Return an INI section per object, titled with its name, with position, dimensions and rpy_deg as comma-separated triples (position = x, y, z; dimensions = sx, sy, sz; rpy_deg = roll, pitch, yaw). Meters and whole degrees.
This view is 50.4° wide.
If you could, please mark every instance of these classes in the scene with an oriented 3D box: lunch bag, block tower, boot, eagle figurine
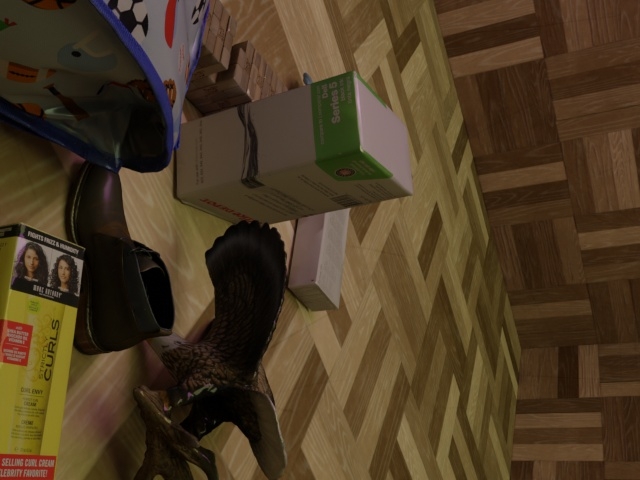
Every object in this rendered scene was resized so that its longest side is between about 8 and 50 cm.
[lunch bag]
position = -0.218, -0.280, 0.605
dimensions = 0.385, 0.239, 0.327
rpy_deg = 51, 44, -62
[block tower]
position = -0.150, -0.249, 0.952
dimensions = 0.335, 0.091, 0.097
rpy_deg = 47, 41, -50
[boot]
position = -0.206, 0.010, 0.731
dimensions = 0.082, 0.106, 0.219
rpy_deg = 13, 71, -64
[eagle figurine]
position = -0.114, 0.136, 0.802
dimensions = 0.225, 0.226, 0.298
rpy_deg = 54, 36, -9

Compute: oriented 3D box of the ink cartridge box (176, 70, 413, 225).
[ink cartridge box]
position = -0.034, -0.111, 0.943
dimensions = 0.198, 0.273, 0.114
rpy_deg = 26, 57, -61

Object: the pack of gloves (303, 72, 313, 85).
[pack of gloves]
position = 0.007, -0.198, 1.318
dimensions = 0.195, 0.046, 0.232
rpy_deg = 29, 43, -74

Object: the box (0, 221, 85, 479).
[box]
position = -0.274, 0.107, 0.609
dimensions = 0.087, 0.058, 0.232
rpy_deg = 37, 50, -58

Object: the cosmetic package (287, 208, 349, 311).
[cosmetic package]
position = 0.000, 0.000, 1.233
dimensions = 0.099, 0.061, 0.239
rpy_deg = 54, 36, -49
